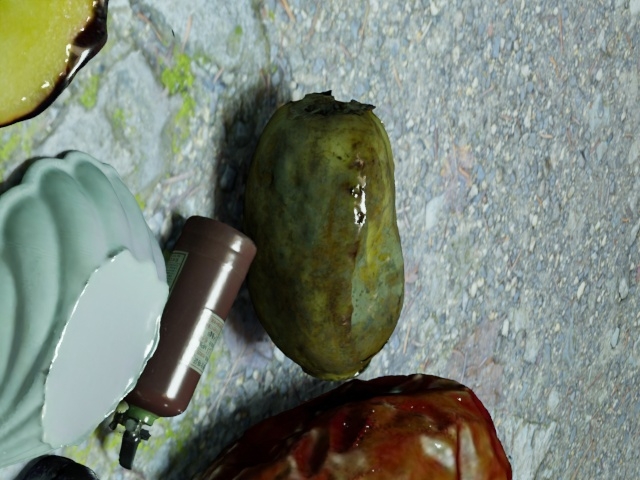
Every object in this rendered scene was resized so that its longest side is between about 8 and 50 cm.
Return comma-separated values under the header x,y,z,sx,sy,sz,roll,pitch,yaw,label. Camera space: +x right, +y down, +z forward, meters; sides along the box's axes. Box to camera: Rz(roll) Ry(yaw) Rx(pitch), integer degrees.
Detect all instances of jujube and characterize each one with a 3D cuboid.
x,y,z,sx,sy,sz,roll,pitch,yaw,label
0.029,0.278,1.374,0.377,0.276,0.276,-37,131,-46,jujube

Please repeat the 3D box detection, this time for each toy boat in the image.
x,y,z,sx,sy,sz,roll,pitch,yaw,label
-0.202,0.067,1.082,0.290,0.100,0.199,-62,145,-24,toy boat

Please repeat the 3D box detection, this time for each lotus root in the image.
x,y,z,sx,sy,sz,roll,pitch,yaw,label
0.000,0.000,1.310,0.160,0.152,0.275,-55,143,-65,lotus root

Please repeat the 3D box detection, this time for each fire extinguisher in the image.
x,y,z,sx,sy,sz,roll,pitch,yaw,label
-0.131,0.097,1.238,0.099,0.071,0.231,87,25,-77,fire extinguisher

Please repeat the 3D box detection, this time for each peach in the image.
x,y,z,sx,sy,sz,roll,pitch,yaw,label
-0.248,-0.173,0.937,0.279,0.068,0.189,7,94,-62,peach

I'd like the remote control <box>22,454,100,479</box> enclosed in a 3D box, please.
x,y,z,sx,sy,sz,roll,pitch,yaw,label
-0.257,0.300,1.116,0.266,0.066,0.090,-61,141,-22,remote control
